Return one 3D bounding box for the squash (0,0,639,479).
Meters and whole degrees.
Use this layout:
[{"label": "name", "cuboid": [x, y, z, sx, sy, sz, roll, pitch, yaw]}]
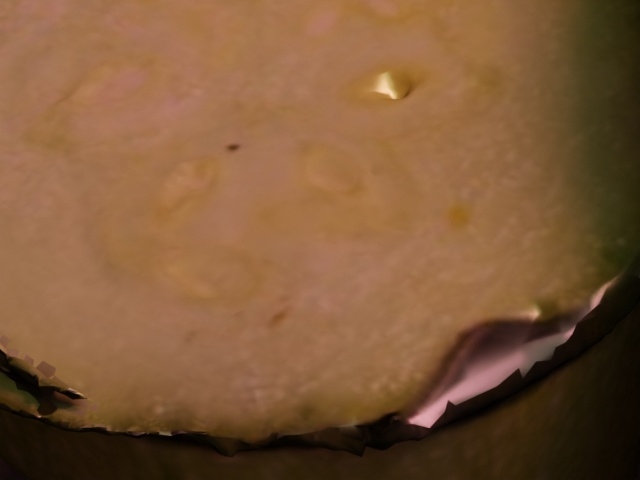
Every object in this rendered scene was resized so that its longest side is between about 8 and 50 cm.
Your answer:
[{"label": "squash", "cuboid": [-0.010, -0.007, 0.521, 0.220, 0.133, 0.220, 2, 53, -2]}]
